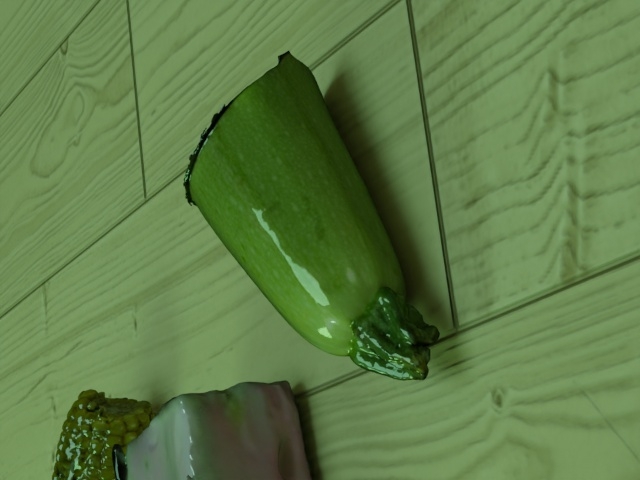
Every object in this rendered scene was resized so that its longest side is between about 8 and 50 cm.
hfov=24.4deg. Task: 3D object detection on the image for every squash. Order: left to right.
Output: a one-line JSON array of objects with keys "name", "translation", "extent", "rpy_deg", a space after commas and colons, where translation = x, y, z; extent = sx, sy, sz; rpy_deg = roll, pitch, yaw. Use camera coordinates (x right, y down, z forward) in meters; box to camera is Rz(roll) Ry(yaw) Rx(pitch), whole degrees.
[{"name": "squash", "translation": [-0.014, 0.008, 1.063], "extent": [0.137, 0.137, 0.287], "rpy_deg": [-59, 43, 40]}]

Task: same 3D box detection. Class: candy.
[{"name": "candy", "translation": [-0.070, 0.254, 1.150], "extent": [0.155, 0.115, 0.265], "rpy_deg": [-44, 51, 49]}]

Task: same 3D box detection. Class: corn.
[{"name": "corn", "translation": [-0.218, 0.295, 1.416], "extent": [0.115, 0.115, 0.318], "rpy_deg": [27, 112, 58]}]
